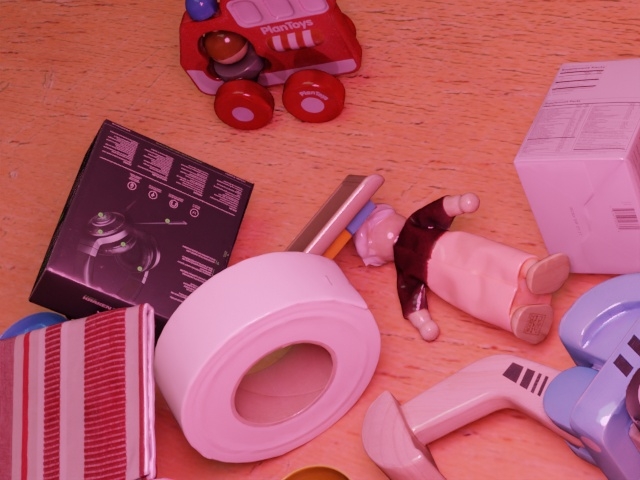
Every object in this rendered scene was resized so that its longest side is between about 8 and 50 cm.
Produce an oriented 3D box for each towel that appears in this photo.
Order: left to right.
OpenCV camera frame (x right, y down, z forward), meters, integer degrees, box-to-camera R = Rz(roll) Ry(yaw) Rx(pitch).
[{"bbox_3d":[-0.340,0.226,1.666,0.329,0.037,0.237,-15,71,37],"label":"towel"}]

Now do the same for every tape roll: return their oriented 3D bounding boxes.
[{"bbox_3d":[-0.065,0.152,1.574,0.286,0.286,0.100,-36,49,-1],"label":"tape roll"}]

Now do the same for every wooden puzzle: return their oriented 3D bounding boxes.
[{"bbox_3d":[0.000,0.000,1.711,0.221,0.044,0.238,-50,6,-4],"label":"wooden puzzle"}]

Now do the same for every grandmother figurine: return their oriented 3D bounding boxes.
[{"bbox_3d":[0.167,0.033,1.657,0.342,0.104,0.208,27,96,44],"label":"grandmother figurine"}]

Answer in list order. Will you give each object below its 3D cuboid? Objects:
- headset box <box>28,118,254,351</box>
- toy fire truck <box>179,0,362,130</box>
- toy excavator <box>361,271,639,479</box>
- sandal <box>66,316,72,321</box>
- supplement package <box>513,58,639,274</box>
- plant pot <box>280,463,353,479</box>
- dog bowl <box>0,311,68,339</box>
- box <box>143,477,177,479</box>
[{"bbox_3d":[-0.261,0.009,1.789,0.131,0.246,0.283,-45,27,56],"label":"headset box"},{"bbox_3d":[-0.090,-0.319,1.942,0.302,0.254,0.169,-4,55,23],"label":"toy fire truck"},{"bbox_3d":[0.316,0.180,1.453,0.433,0.222,0.445,-50,37,-13],"label":"toy excavator"},{"bbox_3d":[-0.336,0.114,1.830,0.040,0.179,0.067,-65,20,16],"label":"sandal"},{"bbox_3d":[0.370,-0.095,1.566,0.149,0.194,0.203,1,44,34],"label":"supplement package"},{"bbox_3d":[0.005,0.358,1.516,0.134,0.095,0.134,-13,52,17],"label":"plant pot"},{"bbox_3d":[-0.373,0.221,1.812,0.297,0.074,0.166,25,70,37],"label":"dog bowl"},{"bbox_3d":[-0.206,0.447,1.469,0.154,0.142,0.300,-12,67,31],"label":"box"}]
